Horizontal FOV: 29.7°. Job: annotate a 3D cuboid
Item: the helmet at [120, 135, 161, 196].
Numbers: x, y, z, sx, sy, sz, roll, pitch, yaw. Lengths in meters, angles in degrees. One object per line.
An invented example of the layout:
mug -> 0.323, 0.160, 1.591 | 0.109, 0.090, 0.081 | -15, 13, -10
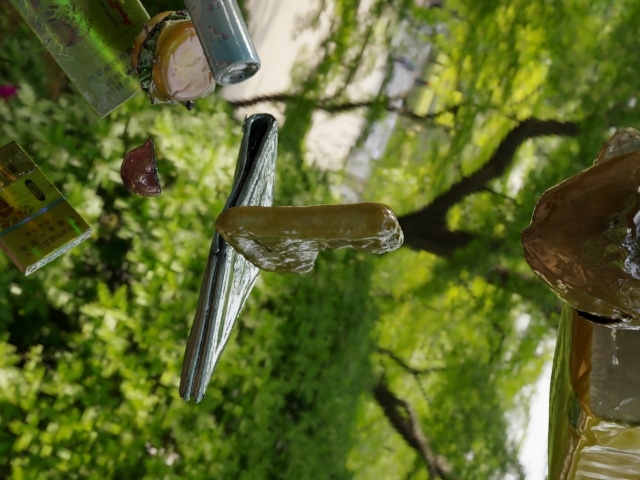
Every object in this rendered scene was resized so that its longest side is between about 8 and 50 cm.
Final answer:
helmet -> -0.247, -0.097, 1.634 | 0.065, 0.049, 0.084 | 172, -92, -73

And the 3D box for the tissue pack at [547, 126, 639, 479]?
tissue pack -> 0.347, 0.116, 1.191 | 0.382, 0.228, 0.293 | 75, 23, -61

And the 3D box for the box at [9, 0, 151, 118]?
box -> -0.376, -0.359, 1.979 | 0.173, 0.043, 0.311 | -38, 135, -5

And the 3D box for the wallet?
wallet -> -0.110, 0.016, 1.469 | 0.290, 0.054, 0.251 | -71, 173, -52

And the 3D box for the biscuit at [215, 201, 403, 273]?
biscuit -> 0.000, 0.000, 1.207 | 0.174, 0.183, 0.039 | 47, 44, -67

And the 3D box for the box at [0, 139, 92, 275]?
box -> -0.448, -0.051, 1.797 | 0.121, 0.193, 0.030 | -35, 166, -32

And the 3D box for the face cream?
face cream -> -0.159, -0.344, 1.785 | 0.075, 0.075, 0.229 | 86, -17, -73

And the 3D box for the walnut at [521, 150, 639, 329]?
walnut -> 0.254, 0.000, 0.851 | 0.137, 0.245, 0.137 | 175, -90, -74

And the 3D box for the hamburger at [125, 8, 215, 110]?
hamburger -> -0.231, -0.301, 1.968 | 0.190, 0.093, 0.164 | 3, 114, -49
